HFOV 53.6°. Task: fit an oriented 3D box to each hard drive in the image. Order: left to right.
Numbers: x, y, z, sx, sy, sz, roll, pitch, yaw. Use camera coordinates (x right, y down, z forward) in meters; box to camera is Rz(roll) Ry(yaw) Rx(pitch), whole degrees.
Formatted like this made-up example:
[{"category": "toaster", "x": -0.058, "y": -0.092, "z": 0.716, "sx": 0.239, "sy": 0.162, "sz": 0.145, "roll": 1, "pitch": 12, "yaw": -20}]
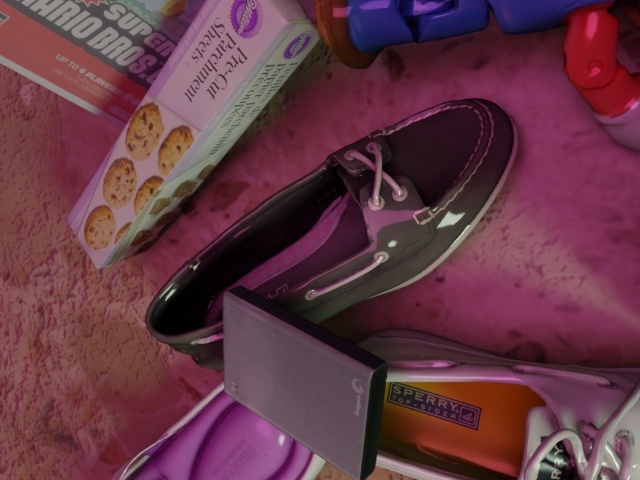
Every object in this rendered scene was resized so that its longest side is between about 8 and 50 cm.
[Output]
[{"category": "hard drive", "x": -0.016, "y": 0.098, "z": 0.448, "sx": 0.135, "sy": 0.022, "sz": 0.094, "roll": 22, "pitch": 121, "yaw": 34}]

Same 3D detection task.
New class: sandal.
[{"category": "sandal", "x": -0.149, "y": 0.276, "z": 0.603, "sx": 0.169, "sy": 0.102, "sz": 0.416, "roll": 38, "pitch": 106, "yaw": 16}]

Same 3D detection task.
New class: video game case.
[{"category": "video game case", "x": -0.120, "y": -0.190, "z": 0.496, "sx": 0.285, "sy": 0.204, "sz": 0.025, "roll": -23, "pitch": 63, "yaw": 24}]

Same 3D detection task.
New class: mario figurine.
[{"category": "mario figurine", "x": 0.167, "y": -0.176, "z": 0.415, "sx": 0.321, "sy": 0.198, "sz": 0.170, "roll": 7, "pitch": 54, "yaw": 16}]

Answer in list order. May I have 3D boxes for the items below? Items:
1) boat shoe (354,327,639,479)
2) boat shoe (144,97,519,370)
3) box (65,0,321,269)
[{"category": "boat shoe", "x": 0.161, "y": 0.140, "z": 0.426, "sx": 0.367, "sy": 0.156, "sz": 0.135, "roll": 11, "pitch": 100, "yaw": 23}, {"category": "boat shoe", "x": 0.000, "y": 0.000, "z": 0.498, "sx": 0.335, "sy": 0.095, "sz": 0.112, "roll": -38, "pitch": 55, "yaw": 20}, {"category": "box", "x": -0.119, "y": -0.089, "z": 0.536, "sx": 0.324, "sy": 0.063, "sz": 0.067, "roll": -41, "pitch": 82, "yaw": 37}]
